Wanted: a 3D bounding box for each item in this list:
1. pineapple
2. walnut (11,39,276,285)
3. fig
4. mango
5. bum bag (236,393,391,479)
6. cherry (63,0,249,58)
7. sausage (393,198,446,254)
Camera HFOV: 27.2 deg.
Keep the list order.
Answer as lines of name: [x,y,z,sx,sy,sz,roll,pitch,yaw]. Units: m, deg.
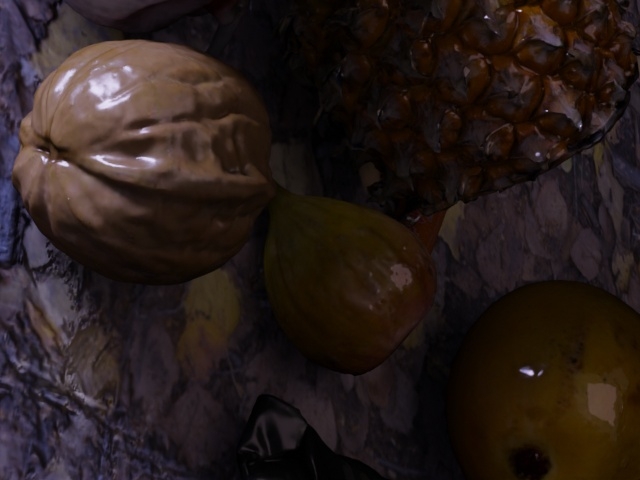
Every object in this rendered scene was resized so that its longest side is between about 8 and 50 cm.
pineapple: [0.124,-0.215,1.304,0.300,0.352,0.352,52,43,-19]
walnut: [-0.131,-0.061,1.050,0.213,0.213,0.213,19,65,-47]
fig: [0.000,0.000,1.254,0.257,0.159,0.159,56,39,2]
mango: [0.304,0.207,1.483,0.446,0.232,0.300,23,57,-54]
bum bag: [0.029,0.261,1.226,0.340,0.095,0.144,38,44,-46]
cherry: [-0.116,-0.329,1.080,0.335,0.291,0.326,46,73,-13]
sausage: [0.108,-0.027,1.443,0.053,0.053,0.347,50,45,-30]
